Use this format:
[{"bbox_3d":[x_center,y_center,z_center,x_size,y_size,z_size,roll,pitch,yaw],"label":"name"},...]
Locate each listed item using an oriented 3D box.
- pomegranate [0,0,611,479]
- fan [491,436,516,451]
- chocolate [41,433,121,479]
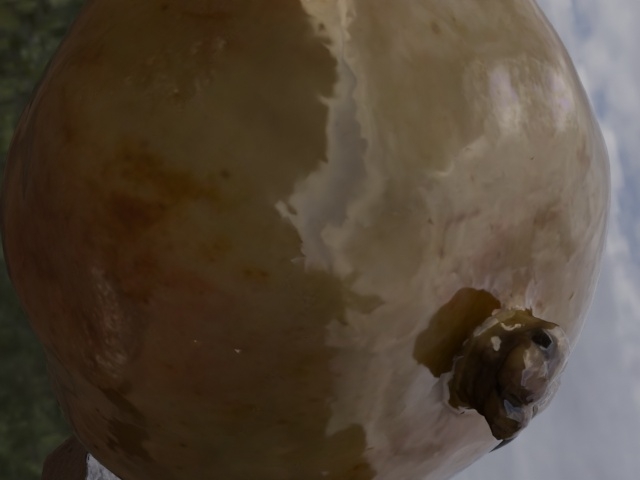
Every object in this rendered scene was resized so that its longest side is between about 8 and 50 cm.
[{"bbox_3d":[0.000,0.000,1.004,0.411,0.412,0.411,168,-90,-85],"label":"pomegranate"},{"bbox_3d":[0.104,0.188,1.496,0.244,0.130,0.074,113,-31,-62],"label":"fan"},{"bbox_3d":[-0.253,0.355,1.680,0.112,0.112,0.321,32,42,-33],"label":"chocolate"}]
